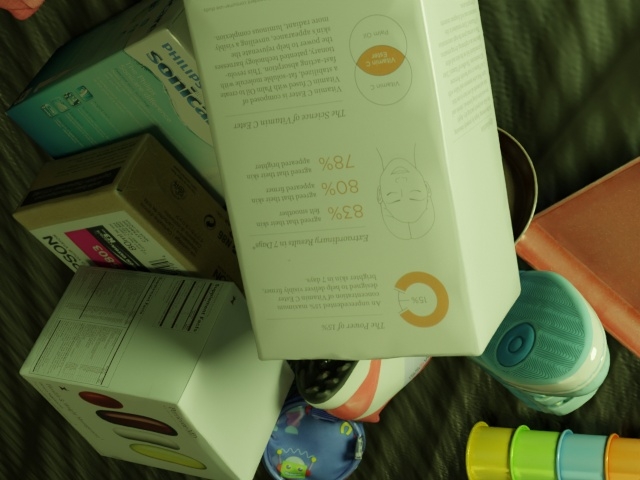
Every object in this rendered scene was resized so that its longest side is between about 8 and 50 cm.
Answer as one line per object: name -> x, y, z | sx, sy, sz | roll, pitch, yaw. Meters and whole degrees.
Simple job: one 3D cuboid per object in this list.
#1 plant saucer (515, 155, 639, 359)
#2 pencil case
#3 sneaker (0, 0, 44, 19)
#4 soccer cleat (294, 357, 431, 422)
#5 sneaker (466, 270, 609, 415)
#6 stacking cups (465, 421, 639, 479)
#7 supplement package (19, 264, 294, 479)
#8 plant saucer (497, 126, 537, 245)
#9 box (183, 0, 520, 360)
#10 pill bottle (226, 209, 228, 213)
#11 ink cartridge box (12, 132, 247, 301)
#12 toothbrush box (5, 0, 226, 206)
plant saucer -> 0.365, 0.012, 1.084 | 0.258, 0.047, 0.259 | 39, 142, -14
pencil case -> 0.000, 0.204, 1.341 | 0.119, 0.306, 0.133 | 25, 103, -2
sneaker -> -0.441, -0.312, 1.147 | 0.314, 0.116, 0.136 | 17, 142, 14
soccer cleat -> 0.106, 0.066, 1.161 | 0.116, 0.318, 0.108 | 33, -173, -40
sneaker -> 0.263, 0.128, 1.157 | 0.208, 0.127, 0.319 | 37, 179, -20
stacking cups -> 0.354, 0.299, 1.383 | 0.316, 0.096, 0.096 | 0, 135, 30
supplement package -> -0.171, 0.147, 1.148 | 0.203, 0.149, 0.194 | 5, 145, 27
plant saucer -> 0.140, -0.042, 1.082 | 0.169, 0.168, 0.029 | 9, 166, 23
box -> 0.038, -0.081, 0.951 | 0.215, 0.168, 0.345 | -4, 105, 25
pill bottle -> 0.000, 0.000, 1.231 | 0.216, 0.121, 0.121 | 35, 142, -9
ink cartridge box -> -0.193, 0.003, 1.175 | 0.193, 0.088, 0.234 | -11, 133, 41
toothbrush box -> -0.164, -0.144, 1.158 | 0.296, 0.126, 0.216 | -15, 128, 43
